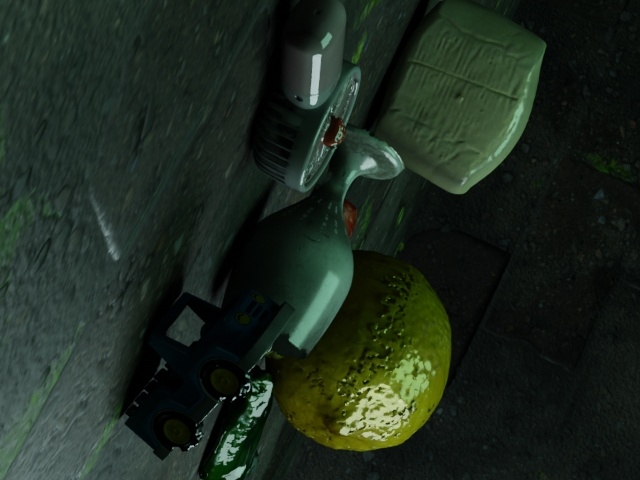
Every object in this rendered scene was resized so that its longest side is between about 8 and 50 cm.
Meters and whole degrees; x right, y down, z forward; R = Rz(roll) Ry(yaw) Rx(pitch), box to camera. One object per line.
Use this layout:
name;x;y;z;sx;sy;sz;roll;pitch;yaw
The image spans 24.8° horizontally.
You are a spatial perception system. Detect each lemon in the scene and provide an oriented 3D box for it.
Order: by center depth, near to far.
lemon;0.050;0.141;1.958;0.310;0.257;0.258;-83;-168;-58

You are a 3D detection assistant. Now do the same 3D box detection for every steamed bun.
steamed bun;0.195;-0.199;2.023;0.250;0.200;0.155;-62;174;2

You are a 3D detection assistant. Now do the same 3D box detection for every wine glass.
wine glass;-0.011;-0.001;1.528;0.126;0.126;0.241;94;20;-71

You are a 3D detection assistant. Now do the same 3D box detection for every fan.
fan;-0.008;-0.135;1.306;0.130;0.074;0.244;-61;171;-22

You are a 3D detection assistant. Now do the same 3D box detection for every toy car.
toy car;-0.114;0.111;1.327;0.191;0.100;0.097;-46;-175;34

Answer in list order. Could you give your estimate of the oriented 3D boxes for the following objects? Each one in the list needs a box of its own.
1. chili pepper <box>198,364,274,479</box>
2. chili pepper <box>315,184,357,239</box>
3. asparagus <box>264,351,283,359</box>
chili pepper;-0.105;0.248;1.931;0.108;0.062;0.216;-57;167;-46
chili pepper;0.000;0.000;1.837;0.123;0.070;0.073;-66;-171;-10
asparagus;-0.059;0.095;1.705;0.080;0.080;0.287;-63;173;-16
